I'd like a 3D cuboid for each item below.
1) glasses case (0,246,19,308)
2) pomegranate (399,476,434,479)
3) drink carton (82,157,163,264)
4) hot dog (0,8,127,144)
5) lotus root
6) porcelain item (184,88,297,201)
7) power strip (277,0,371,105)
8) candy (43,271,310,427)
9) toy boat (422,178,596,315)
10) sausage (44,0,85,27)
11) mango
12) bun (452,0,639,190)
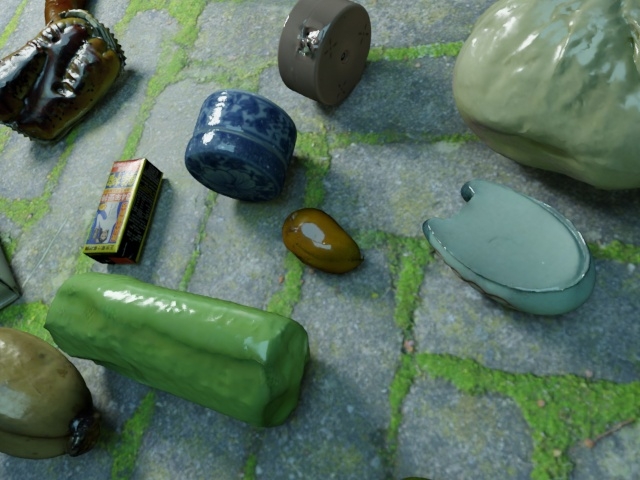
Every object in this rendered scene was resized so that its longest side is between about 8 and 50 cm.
[{"bbox_3d":[-0.621,0.002,0.802,0.128,0.083,0.308,-40,62,-5],"label":"glasses case"},{"bbox_3d":[0.099,0.278,0.444,0.114,0.142,0.115,3,49,-3],"label":"pomegranate"},{"bbox_3d":[-0.310,-0.046,0.754,0.071,0.056,0.166,-2,65,23],"label":"drink carton"},{"bbox_3d":[-0.490,-0.300,0.876,0.162,0.082,0.270,44,86,-15],"label":"hot dog"},{"bbox_3d":[-0.400,0.199,0.617,0.256,0.155,0.140,22,35,7],"label":"lotus root"},{"bbox_3d":[-0.115,-0.129,0.684,0.147,0.147,0.114,8,70,19],"label":"porcelain item"},{"bbox_3d":[0.006,-0.289,0.719,0.078,0.154,0.154,31,77,23],"label":"power strip"},{"bbox_3d":[-0.180,0.126,0.592,0.343,0.142,0.132,10,82,20],"label":"candy"},{"bbox_3d":[0.227,0.012,0.576,0.134,0.079,0.207,-41,51,-13],"label":"toy boat"},{"bbox_3d":[-0.528,-0.481,1.000,0.102,0.076,0.303,-21,62,6],"label":"sausage"},{"bbox_3d":[0.000,0.000,0.641,0.127,0.063,0.077,36,71,26],"label":"mango"},{"bbox_3d":[0.329,-0.228,0.535,0.360,0.213,0.361,-18,46,20],"label":"bun"}]
